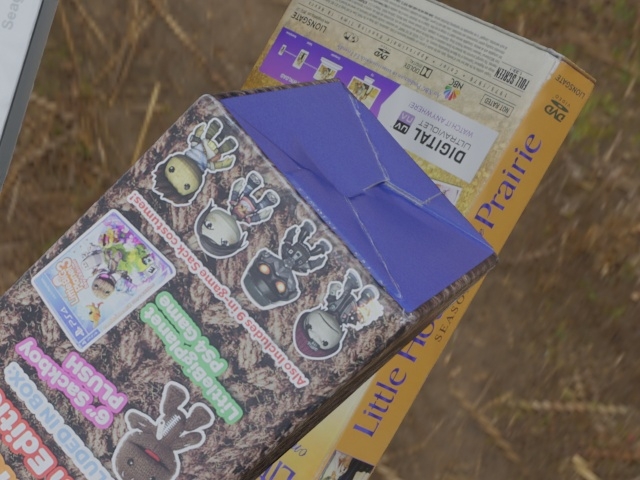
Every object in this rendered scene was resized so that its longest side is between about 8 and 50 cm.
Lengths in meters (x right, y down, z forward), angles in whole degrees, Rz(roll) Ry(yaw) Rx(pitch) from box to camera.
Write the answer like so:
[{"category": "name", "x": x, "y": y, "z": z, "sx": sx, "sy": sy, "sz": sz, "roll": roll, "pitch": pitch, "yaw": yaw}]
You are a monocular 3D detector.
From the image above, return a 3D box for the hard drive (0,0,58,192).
[{"category": "hard drive", "x": -0.342, "y": -0.163, "z": 1.232, "sx": 0.307, "sy": 0.040, "sz": 0.203, "roll": 15, "pitch": 83, "yaw": 6}]

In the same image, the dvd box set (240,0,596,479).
[{"category": "dvd box set", "x": 0.000, "y": 0.000, "z": 1.422, "sx": 0.307, "sy": 0.062, "sz": 0.420, "roll": 31, "pitch": 92, "yaw": 47}]

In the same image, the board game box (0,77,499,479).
[{"category": "board game box", "x": -0.075, "y": 0.065, "z": 0.936, "sx": 0.291, "sy": 0.232, "sz": 0.141, "roll": -43, "pitch": 84, "yaw": 17}]
